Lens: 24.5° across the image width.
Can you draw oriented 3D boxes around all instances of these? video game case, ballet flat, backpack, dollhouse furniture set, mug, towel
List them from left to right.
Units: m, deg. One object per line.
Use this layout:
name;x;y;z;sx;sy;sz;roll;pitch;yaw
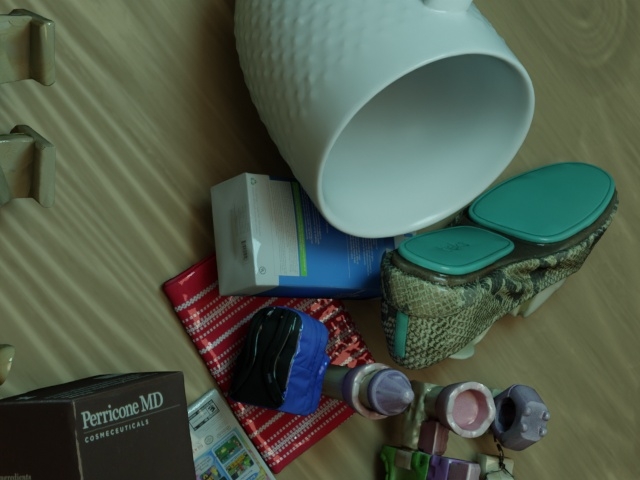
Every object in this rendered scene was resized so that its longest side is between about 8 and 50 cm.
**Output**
dollhouse furniture set;-0.486;-0.235;1.545;0.362;0.256;0.394;-4;107;-26
video game case;-0.146;0.277;1.731;0.157;0.019;0.143;-37;101;-26
towel;-0.049;0.116;1.791;0.199;0.031;0.275;-34;100;-25
backpack;-0.042;0.140;1.727;0.101;0.098;0.120;21;77;-52
mug;0.063;-0.247;1.675;0.276;0.374;0.328;-4;46;-34
ballet flat;0.216;0.039;1.839;0.483;0.164;0.182;-27;132;-51

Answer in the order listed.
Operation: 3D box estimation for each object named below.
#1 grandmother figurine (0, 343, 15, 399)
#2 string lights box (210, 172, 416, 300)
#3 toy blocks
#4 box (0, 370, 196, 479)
grandmother figurine;-0.502;0.123;1.532;0.342;0.104;0.208;20;49;-21
string lights box;0.000;0.000;1.763;0.259;0.077;0.133;4;75;-39
toy blocks;0.156;0.299;1.728;0.309;0.260;0.289;13;84;-27
box;-0.226;0.341;1.571;0.191;0.143;0.381;-10;92;-57
